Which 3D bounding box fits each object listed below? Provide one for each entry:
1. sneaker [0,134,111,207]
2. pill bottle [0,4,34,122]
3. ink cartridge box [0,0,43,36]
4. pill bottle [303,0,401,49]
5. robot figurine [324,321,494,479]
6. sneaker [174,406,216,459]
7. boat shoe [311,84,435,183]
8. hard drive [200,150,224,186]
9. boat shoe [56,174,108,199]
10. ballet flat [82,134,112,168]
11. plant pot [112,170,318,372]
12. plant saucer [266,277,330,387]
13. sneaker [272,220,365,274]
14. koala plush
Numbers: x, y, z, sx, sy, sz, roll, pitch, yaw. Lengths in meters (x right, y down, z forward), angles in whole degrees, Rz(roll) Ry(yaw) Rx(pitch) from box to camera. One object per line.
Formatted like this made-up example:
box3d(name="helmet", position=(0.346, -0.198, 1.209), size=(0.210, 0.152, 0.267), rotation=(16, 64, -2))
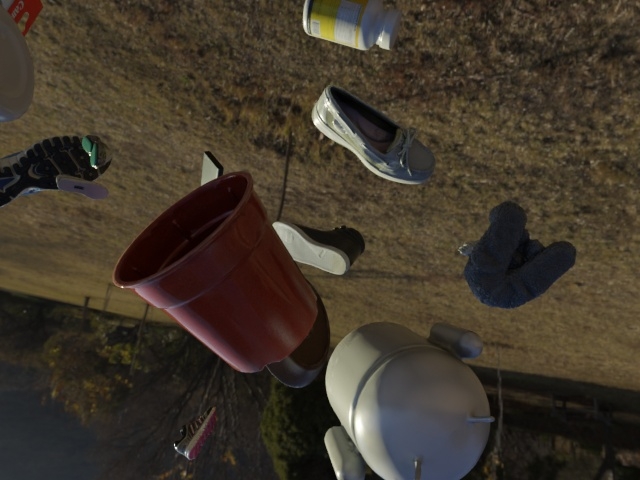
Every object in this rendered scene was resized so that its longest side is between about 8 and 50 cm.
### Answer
box3d(name="sneaker", position=(-0.669, -0.177, 1.176), size=(0.330, 0.129, 0.147), rotation=(-17, -156, -11))
box3d(name="pill bottle", position=(-0.507, -0.209, 0.588), size=(0.264, 0.146, 0.146), rotation=(-3, 160, 0))
box3d(name="ink cartridge box", position=(-0.646, -0.519, 1.032), size=(0.066, 0.189, 0.232), rotation=(12, 156, 4))
box3d(name="pill bottle", position=(0.065, -0.448, 1.000), size=(0.184, 0.103, 0.103), rotation=(20, 162, 10))
box3d(name="robot figurine", position=(0.126, 0.248, 0.776), size=(0.200, 0.300, 0.353), rotation=(44, 173, -12))
box3d(name="sneaker", position=(-0.353, 0.532, 1.393), size=(0.075, 0.170, 0.063), rotation=(11, 124, 13))
box3d(name="boat shoe", position=(0.132, -0.240, 1.130), size=(0.320, 0.118, 0.103), rotation=(33, 159, -6))
box3d(name="hard drive", position=(-0.322, -0.184, 1.464), size=(0.022, 0.094, 0.135), rotation=(-16, 139, -34))
box3d(name="boat shoe", position=(-0.476, -0.110, 0.987), size=(0.100, 0.035, 0.035), rotation=(10, -151, -45))
box3d(name="ballet flat", position=(-0.393, -0.159, 0.879), size=(0.041, 0.041, 0.114), rotation=(29, -170, -45))
box3d(name="plant pot", position=(-0.154, 0.069, 0.850), size=(0.272, 0.272, 0.265), rotation=(-9, 127, 41))
box3d(name="plant saucer", position=(-0.059, 0.204, 1.228), size=(0.050, 0.310, 0.310), rotation=(-21, 148, 29))
box3d(name="sneaker", position=(0.000, 0.000, 1.452), size=(0.296, 0.104, 0.147), rotation=(24, -145, 32))
box3d(name="koala plush", position=(0.395, 0.049, 1.086), size=(0.196, 0.203, 0.221), rotation=(39, -179, 5))
